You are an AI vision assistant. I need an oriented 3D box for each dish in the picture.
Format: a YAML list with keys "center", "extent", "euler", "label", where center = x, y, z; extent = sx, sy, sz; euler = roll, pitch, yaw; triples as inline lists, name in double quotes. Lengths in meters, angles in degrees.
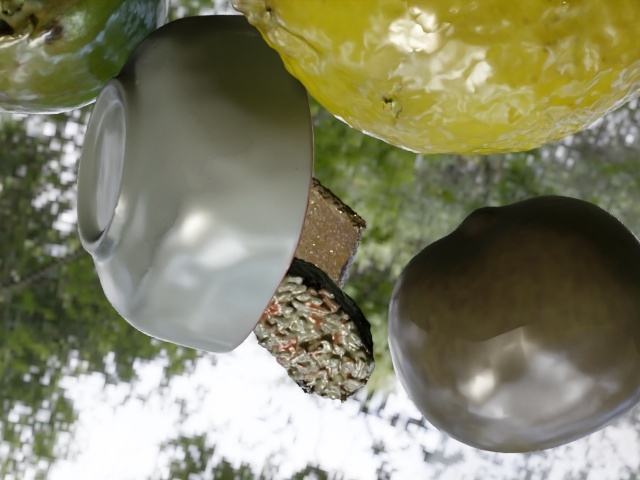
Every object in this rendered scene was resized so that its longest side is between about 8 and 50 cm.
- center: [-0.107, -0.048, 1.078]
  extent: [0.117, 0.256, 0.256]
  euler: [7, -154, -24]
  label: "dish"

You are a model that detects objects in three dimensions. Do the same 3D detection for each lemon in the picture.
- center: [0.098, -0.182, 0.906]
  extent: [0.322, 0.268, 0.268]
  euler: [-12, -150, -6]
  label: "lemon"

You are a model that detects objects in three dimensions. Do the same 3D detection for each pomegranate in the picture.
- center: [-0.214, -0.258, 1.263]
  extent: [0.358, 0.216, 0.309]
  euler: [-18, -117, -2]
  label: "pomegranate"

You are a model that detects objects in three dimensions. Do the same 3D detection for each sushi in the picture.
- center: [-0.010, 0.081, 1.381]
  extent: [0.150, 0.090, 0.078]
  euler: [51, -164, -19]
  label: "sushi"

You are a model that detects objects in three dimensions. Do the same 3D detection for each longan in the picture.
- center: [0.264, 0.108, 1.880]
  extent: [0.361, 0.361, 0.361]
  euler: [13, -155, -6]
  label: "longan"

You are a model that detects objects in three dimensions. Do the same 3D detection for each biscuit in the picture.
- center: [-0.009, -0.005, 1.953]
  extent: [0.131, 0.237, 0.026]
  euler: [42, -116, 12]
  label: "biscuit"
